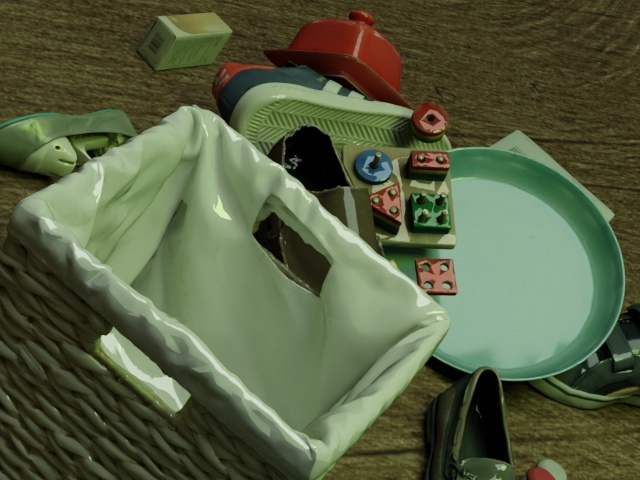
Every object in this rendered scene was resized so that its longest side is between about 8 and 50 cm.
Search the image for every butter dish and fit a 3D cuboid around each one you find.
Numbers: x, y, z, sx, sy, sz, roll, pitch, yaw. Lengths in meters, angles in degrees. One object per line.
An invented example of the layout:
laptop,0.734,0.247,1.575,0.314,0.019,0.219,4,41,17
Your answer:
butter dish,0.037,-0.243,2.243,0.160,0.118,0.160,7,-20,39

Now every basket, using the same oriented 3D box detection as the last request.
basket,-0.117,0.106,1.535,0.328,0.266,0.331,40,31,7

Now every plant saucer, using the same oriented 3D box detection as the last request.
plant saucer,0.207,0.032,2.076,0.317,0.044,0.317,6,60,-10

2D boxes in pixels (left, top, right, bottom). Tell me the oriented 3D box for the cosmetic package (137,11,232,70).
cosmetic package,-0.171,-0.252,2.187,0.041,0.060,0.115,47,30,18

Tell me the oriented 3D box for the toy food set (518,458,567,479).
toy food set,0.280,0.307,1.824,0.111,0.104,0.232,14,37,-34

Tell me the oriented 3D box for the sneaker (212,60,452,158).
sneaker,0.014,-0.151,2.178,0.350,0.131,0.148,18,21,-40

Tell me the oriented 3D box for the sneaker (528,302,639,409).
sneaker,0.386,0.136,2.157,0.321,0.127,0.126,10,40,-35

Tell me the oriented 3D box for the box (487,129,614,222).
box,0.259,-0.028,2.258,0.182,0.119,0.181,43,30,9

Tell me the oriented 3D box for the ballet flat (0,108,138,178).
ballet flat,-0.270,-0.101,1.862,0.068,0.072,0.213,53,33,15

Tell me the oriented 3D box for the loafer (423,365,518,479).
loafer,0.164,0.237,1.822,0.096,0.084,0.267,24,32,-20

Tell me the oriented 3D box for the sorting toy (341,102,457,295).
sorting toy,0.096,-0.052,2.049,0.132,0.046,0.274,3,60,-10

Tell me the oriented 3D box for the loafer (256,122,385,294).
loafer,0.000,0.000,1.914,0.134,0.130,0.366,-4,41,-21
